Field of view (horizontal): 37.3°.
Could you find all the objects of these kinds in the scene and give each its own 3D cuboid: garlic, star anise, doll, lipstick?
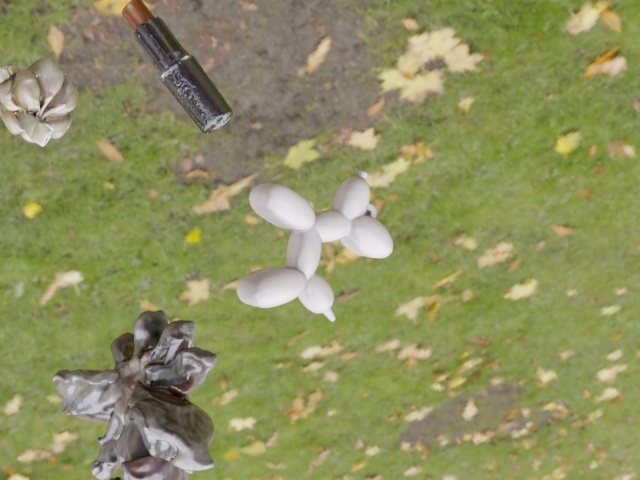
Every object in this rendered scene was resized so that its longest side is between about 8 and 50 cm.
[{"bbox_3d":[-0.440,-0.212,1.489,0.127,0.194,0.131,-8,119,-22],"label":"garlic"},{"bbox_3d":[-0.181,0.173,0.948,0.110,0.257,0.198,17,112,-39],"label":"star anise"},{"bbox_3d":[0.000,0.000,0.971,0.160,0.161,0.059,10,177,-30],"label":"doll"},{"bbox_3d":[-0.280,-0.338,1.820,0.081,0.300,0.081,-37,178,-2],"label":"lipstick"}]
